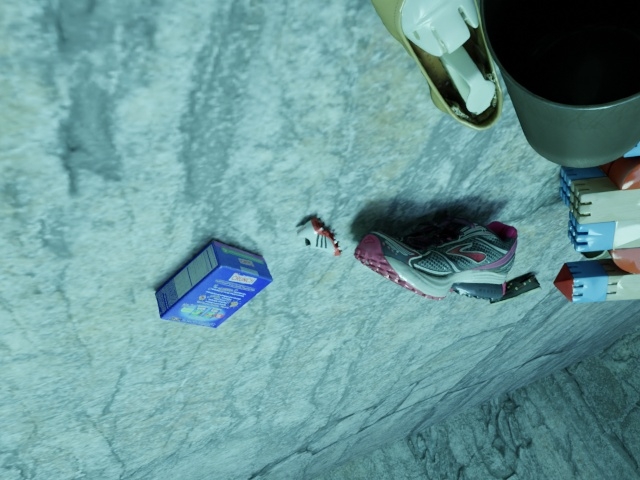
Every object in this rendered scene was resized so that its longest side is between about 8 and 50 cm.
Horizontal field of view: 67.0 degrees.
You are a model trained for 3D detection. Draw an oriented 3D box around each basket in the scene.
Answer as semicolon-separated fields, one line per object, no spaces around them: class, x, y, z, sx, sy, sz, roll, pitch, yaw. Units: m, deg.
basket;0.236;-0.160;0.425;0.154;0.205;0.226;6;170;27

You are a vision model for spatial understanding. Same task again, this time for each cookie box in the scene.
cookie box;-0.126;0.056;0.579;0.107;0.040;0.091;-39;147;19

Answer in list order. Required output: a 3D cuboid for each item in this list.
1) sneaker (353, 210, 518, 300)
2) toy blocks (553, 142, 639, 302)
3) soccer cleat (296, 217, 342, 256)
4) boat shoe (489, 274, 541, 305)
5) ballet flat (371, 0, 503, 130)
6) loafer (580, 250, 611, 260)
sneaker;0.170;0.012;0.693;0.298;0.120;0.112;5;107;-40
toy blocks;0.478;-0.057;0.703;0.260;0.191;0.382;-5;121;13
soccer cleat;0.000;0.000;0.608;0.035;0.029;0.083;-25;147;14
boat shoe;0.434;0.114;1.091;0.132;0.042;0.049;-19;168;-14
ballet flat;0.109;-0.168;0.398;0.080;0.073;0.232;-36;147;17
loafer;0.508;-0.054;0.864;0.087;0.095;0.251;-12;137;-8
